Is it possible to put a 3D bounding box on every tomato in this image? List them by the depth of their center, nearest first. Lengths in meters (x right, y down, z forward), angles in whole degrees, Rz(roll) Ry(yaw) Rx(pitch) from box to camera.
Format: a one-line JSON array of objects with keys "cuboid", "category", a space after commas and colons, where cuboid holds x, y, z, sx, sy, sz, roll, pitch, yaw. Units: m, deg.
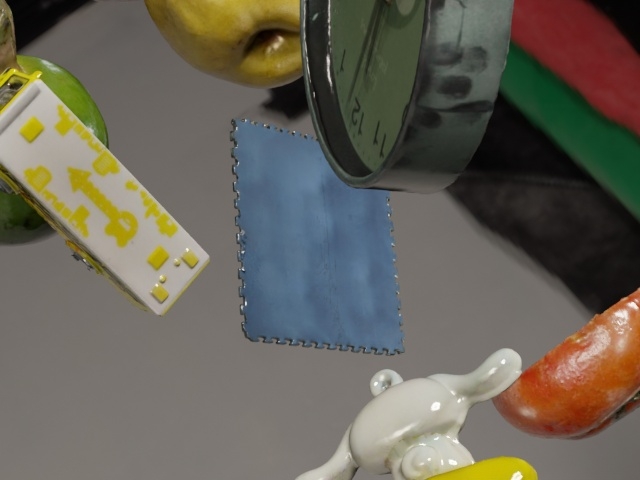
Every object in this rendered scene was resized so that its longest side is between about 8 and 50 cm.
[{"cuboid": [0.302, 0.142, 1.377, 0.095, 0.237, 0.236, 56, -11, 18], "category": "tomato"}]

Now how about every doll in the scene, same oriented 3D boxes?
[{"cuboid": [0.047, 0.119, 0.680, 0.071, 0.135, 0.113, 42, 41, -57], "category": "doll"}]

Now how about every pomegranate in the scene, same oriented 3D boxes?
[{"cuboid": [-0.281, -0.105, 1.130, 0.187, 0.187, 0.225, 39, -37, 42], "category": "pomegranate"}]

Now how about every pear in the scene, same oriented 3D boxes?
[{"cuboid": [-0.103, -0.368, 1.809, 0.314, 0.314, 0.314, 47, -14, 16], "category": "pear"}]

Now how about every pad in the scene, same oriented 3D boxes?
[{"cuboid": [0.000, 0.000, 1.528, 0.269, 0.269, 0.012, 12, -22, -43], "category": "pad"}]

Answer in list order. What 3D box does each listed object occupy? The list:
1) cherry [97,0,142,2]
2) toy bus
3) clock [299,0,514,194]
[{"cuboid": [-0.233, -0.360, 1.477, 0.195, 0.195, 0.195, 47, -14, 16], "category": "cherry"}, {"cuboid": [-0.190, -0.033, 1.033, 0.074, 0.081, 0.226, 21, -25, 55], "category": "toy bus"}, {"cuboid": [0.056, -0.193, 1.003, 0.319, 0.066, 0.318, 178, -90, -73], "category": "clock"}]
